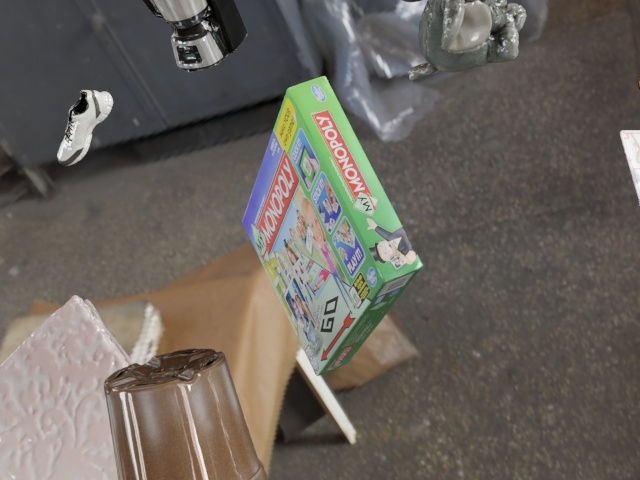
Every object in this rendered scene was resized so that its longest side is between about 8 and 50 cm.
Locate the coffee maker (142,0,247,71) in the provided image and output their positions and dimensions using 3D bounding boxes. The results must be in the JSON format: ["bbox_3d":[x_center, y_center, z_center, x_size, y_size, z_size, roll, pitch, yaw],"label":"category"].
[{"bbox_3d":[-0.182,-0.375,1.677,0.171,0.178,0.120,-41,42,-24],"label":"coffee maker"}]

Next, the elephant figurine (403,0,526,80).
[{"bbox_3d":[0.196,-0.353,1.568,0.169,0.239,0.186,11,77,25],"label":"elephant figurine"}]

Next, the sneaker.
[{"bbox_3d":[-0.306,-0.144,1.369,0.040,0.043,0.109,39,105,32],"label":"sneaker"}]

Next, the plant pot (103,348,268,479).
[{"bbox_3d":[-0.139,0.205,1.104,0.166,0.165,0.167,-11,9,2],"label":"plant pot"}]

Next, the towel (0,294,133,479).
[{"bbox_3d":[-0.411,0.299,1.728,0.317,0.053,0.332,-44,58,4],"label":"towel"}]

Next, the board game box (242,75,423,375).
[{"bbox_3d":[0.000,0.000,1.150,0.046,0.317,0.214,-21,73,-20],"label":"board game box"}]

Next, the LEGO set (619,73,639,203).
[{"bbox_3d":[0.365,-0.051,0.966,0.182,0.060,0.244,-2,69,-23],"label":"LEGO set"}]
